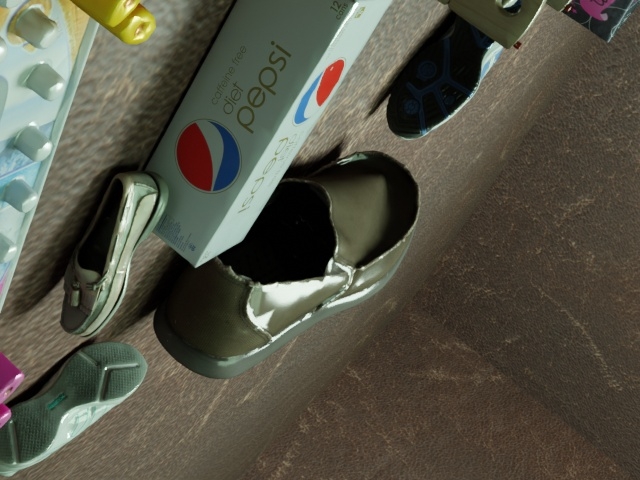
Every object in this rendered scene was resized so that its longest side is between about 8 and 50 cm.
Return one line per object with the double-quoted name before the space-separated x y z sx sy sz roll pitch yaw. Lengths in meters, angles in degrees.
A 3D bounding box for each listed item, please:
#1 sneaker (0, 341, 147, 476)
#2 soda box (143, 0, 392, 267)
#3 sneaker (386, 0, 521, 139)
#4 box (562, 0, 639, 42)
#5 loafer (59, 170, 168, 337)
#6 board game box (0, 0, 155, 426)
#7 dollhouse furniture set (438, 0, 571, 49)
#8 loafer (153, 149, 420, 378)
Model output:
"sneaker" -0.205 0.132 0.828 0.152 0.053 0.061 -35 171 -39
"soda box" -0.044 -0.090 0.689 0.216 0.069 0.074 -56 169 26
"sneaker" 0.153 -0.191 1.148 0.211 0.080 0.081 -49 166 -6
"box" 0.277 -0.333 0.959 0.142 0.163 0.247 -49 169 -21
"loafer" -0.146 0.008 0.681 0.039 0.045 0.125 9 114 -59
"board game box" -0.234 0.050 0.407 0.390 0.050 0.390 -39 163 -51
"dollhouse furniture set" 0.168 -0.270 0.805 0.129 0.129 0.183 -40 165 -48
"loafer" 0.000 0.000 0.995 0.366 0.134 0.130 -40 165 -46
